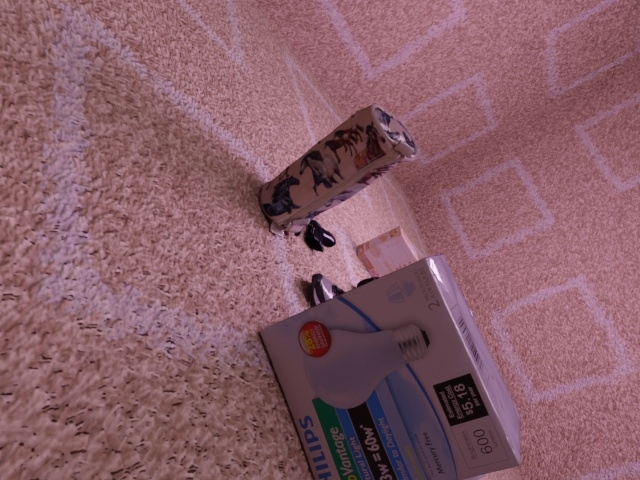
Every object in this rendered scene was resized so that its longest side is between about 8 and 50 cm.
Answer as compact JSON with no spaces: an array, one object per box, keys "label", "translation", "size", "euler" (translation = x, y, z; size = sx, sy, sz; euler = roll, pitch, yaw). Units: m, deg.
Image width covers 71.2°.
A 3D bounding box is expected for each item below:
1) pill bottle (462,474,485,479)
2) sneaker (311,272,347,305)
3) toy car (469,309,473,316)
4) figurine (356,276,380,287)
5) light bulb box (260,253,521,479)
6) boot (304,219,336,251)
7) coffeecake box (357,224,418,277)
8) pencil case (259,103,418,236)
[{"label":"pill bottle","translation":[0.357,0.512,1.331],"size":[0.363,0.210,0.210],"euler":[62,20,-3]},{"label":"sneaker","translation":[0.066,0.170,1.190],"size":[0.271,0.108,0.100],"euler":[48,26,-33]},{"label":"toy car","translation":[0.341,0.281,1.462],"size":[0.210,0.219,0.238],"euler":[-105,-164,-50]},{"label":"figurine","translation":[0.205,0.258,1.480],"size":[0.215,0.092,0.209],"euler":[41,37,-48]},{"label":"light bulb box","translation":[0.133,0.259,0.866],"size":[0.225,0.361,0.358],"euler":[3,62,-66]},{"label":"boot","translation":[0.001,0.000,1.335],"size":[0.121,0.045,0.099],"euler":[45,23,-25]},{"label":"coffeecake box","translation":[0.254,0.050,1.694],"size":[0.142,0.185,0.068],"euler":[54,22,-25]},{"label":"pencil case","translation":[0.036,-0.164,1.091],"size":[0.160,0.410,0.184],"euler":[28,42,-41]}]
